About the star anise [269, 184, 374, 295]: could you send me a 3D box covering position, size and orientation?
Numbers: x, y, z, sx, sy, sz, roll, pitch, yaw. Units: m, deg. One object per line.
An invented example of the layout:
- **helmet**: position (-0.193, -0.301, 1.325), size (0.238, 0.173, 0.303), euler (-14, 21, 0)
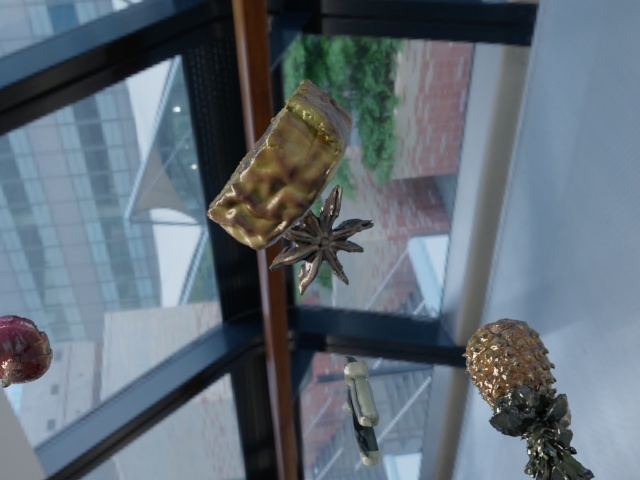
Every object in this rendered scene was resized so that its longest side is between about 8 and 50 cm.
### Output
- **star anise**: position (0.001, 0.000, 1.922), size (0.088, 0.288, 0.288), euler (-128, 32, -66)

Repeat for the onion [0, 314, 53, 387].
- **onion**: position (-0.594, 0.228, 1.534), size (0.140, 0.150, 0.150), euler (-89, -3, -60)

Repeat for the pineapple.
- **pineapple**: position (0.334, 0.276, 1.327), size (0.141, 0.170, 0.310), euler (-51, 35, 33)

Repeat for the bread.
- **bread**: position (-0.039, -0.094, 0.960), size (0.181, 0.096, 0.222), euler (-48, 10, 23)

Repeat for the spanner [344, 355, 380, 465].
- **spanner**: position (0.062, 0.254, 1.317), size (0.325, 0.040, 0.096), euler (-106, 15, -77)
